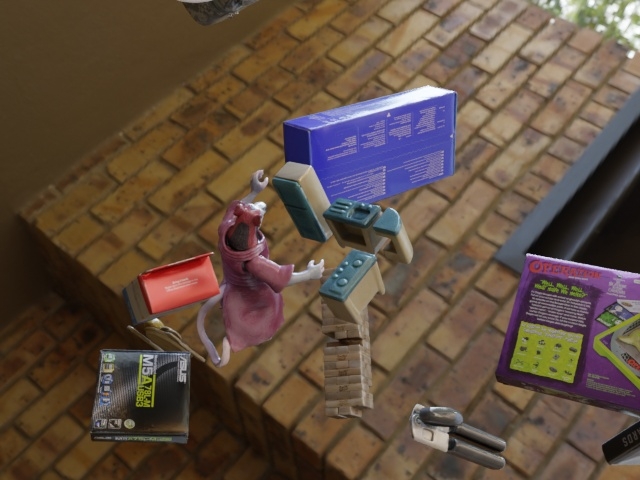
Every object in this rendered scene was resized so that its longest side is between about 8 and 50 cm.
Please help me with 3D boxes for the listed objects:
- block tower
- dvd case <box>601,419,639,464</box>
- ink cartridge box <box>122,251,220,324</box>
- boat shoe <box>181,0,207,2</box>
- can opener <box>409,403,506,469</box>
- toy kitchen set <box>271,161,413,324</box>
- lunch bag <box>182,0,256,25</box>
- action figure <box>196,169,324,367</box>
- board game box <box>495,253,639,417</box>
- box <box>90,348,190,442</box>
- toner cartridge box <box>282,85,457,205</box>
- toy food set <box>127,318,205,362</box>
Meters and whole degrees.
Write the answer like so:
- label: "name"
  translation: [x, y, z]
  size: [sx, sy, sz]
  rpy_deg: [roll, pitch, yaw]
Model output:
- label: "block tower"
  translation: [0.059, 0.232, 1.799]
  size: [0.097, 0.091, 0.335]
  rpy_deg: [43, -138, -65]
- label: "dvd case"
  translation: [0.452, 0.197, 0.847]
  size: [0.239, 0.029, 0.179]
  rpy_deg: [7, -39, -22]
- label: "ink cartridge box"
  translation: [-0.276, 0.091, 1.465]
  size: [0.134, 0.078, 0.231]
  rpy_deg: [-17, -5, -26]
- label: "boat shoe"
  translation: [-0.276, -0.414, 1.142]
  size: [0.301, 0.102, 0.108]
  rpy_deg: [-4, -68, -33]
- label: "can opener"
  translation: [0.301, 0.412, 1.646]
  size: [0.284, 0.095, 0.075]
  rpy_deg: [27, -121, -29]
- label: "toy kitchen set"
  translation: [0.000, 0.000, 1.092]
  size: [0.166, 0.207, 0.122]
  rpy_deg: [-49, -47, -27]
- label: "lunch bag"
  translation: [-0.133, -0.581, 1.531]
  size: [0.305, 0.256, 0.212]
  rpy_deg: [-41, -72, -35]
- label: "action figure"
  translation: [-0.162, 0.041, 1.581]
  size: [0.276, 0.248, 0.370]
  rpy_deg: [-29, -29, -16]
- label: "board game box"
  translation: [0.449, 0.147, 1.138]
  size: [0.056, 0.347, 0.208]
  rpy_deg: [54, -129, -60]
- label: "box"
  translation: [-0.352, 0.307, 1.561]
  size: [0.045, 0.184, 0.190]
  rpy_deg: [103, 166, -48]
- label: "toner cartridge box"
  translation: [0.096, -0.158, 1.384]
  size: [0.348, 0.075, 0.165]
  rpy_deg: [-20, -60, -35]
- label: "toy food set"
  translation: [-0.331, 0.214, 1.729]
  size: [0.132, 0.192, 0.038]
  rpy_deg: [45, -118, -32]
